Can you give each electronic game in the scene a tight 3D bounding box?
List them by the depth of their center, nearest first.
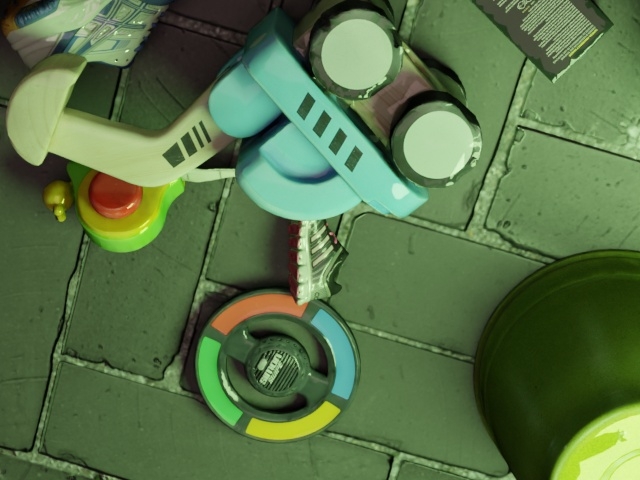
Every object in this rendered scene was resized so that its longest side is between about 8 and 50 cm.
[{"bbox_3d":[-0.059,0.171,1.770,0.229,0.048,0.229,1,108,4],"label":"electronic game"}]

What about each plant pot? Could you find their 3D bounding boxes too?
[{"bbox_3d":[0.384,0.238,1.604,0.366,0.353,0.366,1,107,3],"label":"plant pot"}]

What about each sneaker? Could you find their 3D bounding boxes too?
[{"bbox_3d":[-0.244,-0.290,1.624,0.296,0.112,0.131,-21,122,11],"label":"sneaker"},{"bbox_3d":[0.000,0.000,1.708,0.075,0.063,0.170,0,96,-18],"label":"sneaker"}]

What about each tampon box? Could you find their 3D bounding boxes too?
[{"bbox_3d":[0.259,-0.289,1.568,0.161,0.120,0.101,43,106,-10],"label":"tampon box"}]

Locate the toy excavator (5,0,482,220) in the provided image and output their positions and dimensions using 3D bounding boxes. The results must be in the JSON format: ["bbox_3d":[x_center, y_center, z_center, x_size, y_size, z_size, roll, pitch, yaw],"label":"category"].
[{"bbox_3d":[-0.091,-0.141,1.562,0.445,0.222,0.433,-40,107,13],"label":"toy excavator"}]

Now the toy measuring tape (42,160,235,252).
[{"bbox_3d":[-0.195,-0.043,1.676,0.330,0.121,0.121,1,107,1],"label":"toy measuring tape"}]
